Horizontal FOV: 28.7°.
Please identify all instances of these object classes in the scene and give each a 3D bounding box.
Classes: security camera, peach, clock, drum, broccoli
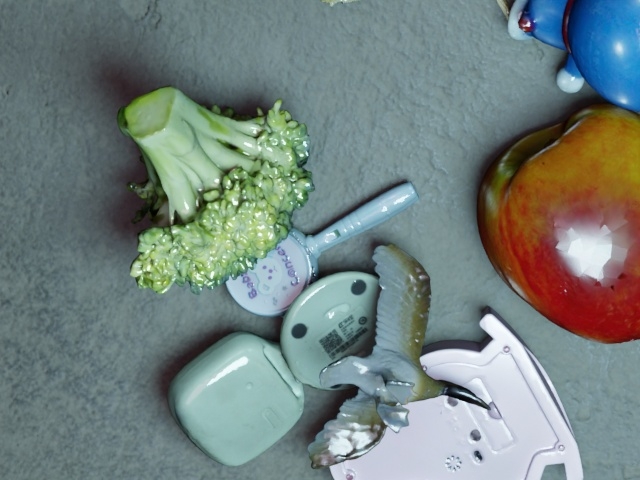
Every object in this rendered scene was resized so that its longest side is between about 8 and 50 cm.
[{"bbox_3d":[-0.039,0.144,1.502,0.301,0.080,0.157,-36,119,-2],"label":"security camera"},{"bbox_3d":[0.312,0.001,1.400,0.248,0.245,0.275,-33,103,36],"label":"peach"},{"bbox_3d":[0.174,0.267,1.496,0.275,0.080,0.290,-32,91,10],"label":"clock"},{"bbox_3d":[0.005,0.020,1.502,0.253,0.049,0.130,-13,94,8],"label":"drum"},{"bbox_3d":[-0.150,-0.078,1.402,0.263,0.243,0.247,-46,54,-7],"label":"broccoli"}]

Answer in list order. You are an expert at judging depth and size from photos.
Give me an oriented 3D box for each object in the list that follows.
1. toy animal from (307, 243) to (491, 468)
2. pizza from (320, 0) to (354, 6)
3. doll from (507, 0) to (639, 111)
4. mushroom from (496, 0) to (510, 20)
[{"bbox_3d":[0.089,0.169,1.392,0.197,0.160,0.273,24,101,10],"label":"toy animal"},{"bbox_3d":[0.067,-0.348,1.448,0.161,0.062,0.182,24,97,-2],"label":"pizza"},{"bbox_3d":[0.316,-0.237,1.346,0.161,0.257,0.215,-27,134,-22],"label":"doll"},{"bbox_3d":[0.163,-0.373,1.454,0.028,0.026,0.286,-29,94,25],"label":"mushroom"}]
